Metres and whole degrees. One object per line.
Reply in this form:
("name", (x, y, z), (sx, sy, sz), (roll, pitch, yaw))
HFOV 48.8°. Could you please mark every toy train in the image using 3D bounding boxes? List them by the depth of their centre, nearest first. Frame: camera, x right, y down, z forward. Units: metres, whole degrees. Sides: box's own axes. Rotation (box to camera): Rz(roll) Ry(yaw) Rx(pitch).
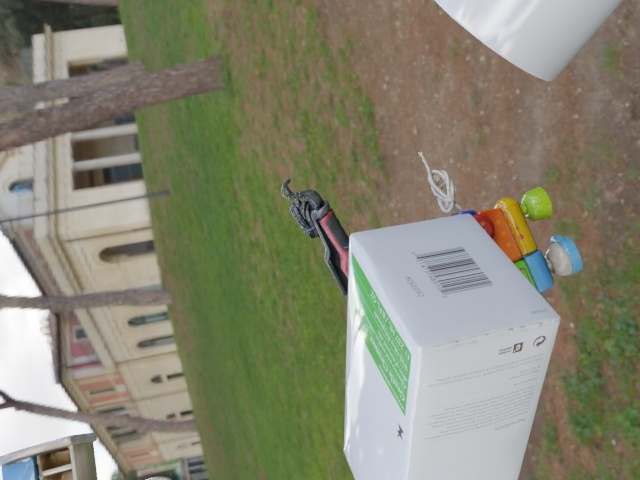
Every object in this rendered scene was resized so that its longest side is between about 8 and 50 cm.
("toy train", (0.251, -0.037, 0.972), (0.105, 0.143, 0.248), (161, 86, -87))

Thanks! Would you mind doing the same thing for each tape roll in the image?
("tape roll", (0.290, -0.366, 0.993), (0.169, 0.246, 0.246), (-53, 36, 30))

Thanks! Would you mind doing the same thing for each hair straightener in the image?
("hair straightener", (0.000, 0.000, 0.862), (0.089, 0.047, 0.230), (22, 161, 40))

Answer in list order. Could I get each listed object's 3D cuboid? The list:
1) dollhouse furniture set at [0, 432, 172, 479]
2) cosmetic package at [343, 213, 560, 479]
("dollhouse furniture set", (-0.349, 0.322, 0.751), (0.303, 0.286, 0.198), (18, -125, -62))
("cosmetic package", (0.127, 0.178, 0.800), (0.197, 0.155, 0.365), (-119, 24, -52))
